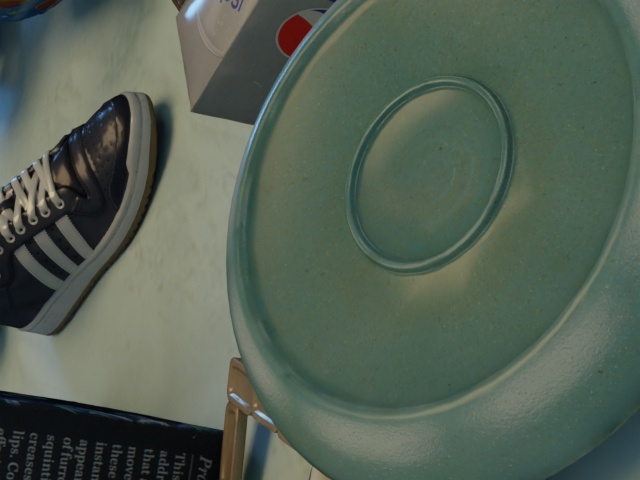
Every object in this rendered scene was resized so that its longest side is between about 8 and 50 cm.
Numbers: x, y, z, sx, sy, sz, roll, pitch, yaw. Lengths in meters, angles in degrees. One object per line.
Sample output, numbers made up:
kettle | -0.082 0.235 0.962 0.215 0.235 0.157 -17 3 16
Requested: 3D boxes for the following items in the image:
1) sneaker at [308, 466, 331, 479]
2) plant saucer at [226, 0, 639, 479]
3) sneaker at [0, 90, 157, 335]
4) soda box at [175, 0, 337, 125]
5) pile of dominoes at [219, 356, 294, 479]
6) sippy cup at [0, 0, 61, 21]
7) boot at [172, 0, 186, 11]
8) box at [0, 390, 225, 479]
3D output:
sneaker | 0.058 0.067 1.008 0.118 0.107 0.279 -29 57 35
plant saucer | 0.062 -0.028 0.941 0.317 0.043 0.318 -19 60 37
sneaker | -0.246 -0.024 1.548 0.282 0.153 0.099 -54 37 41
soda box | 0.012 -0.193 1.167 0.286 0.098 0.091 -54 35 41
pile of dominoes | -0.013 0.188 1.149 0.251 0.040 0.196 -158 72 -71
sippy cup | -0.269 -0.302 1.650 0.240 0.305 0.224 58 157 3
boot | -0.076 -0.296 1.400 0.263 0.091 0.229 -100 24 -48
box | -0.303 0.198 1.304 0.293 0.395 0.212 -2 78 63
